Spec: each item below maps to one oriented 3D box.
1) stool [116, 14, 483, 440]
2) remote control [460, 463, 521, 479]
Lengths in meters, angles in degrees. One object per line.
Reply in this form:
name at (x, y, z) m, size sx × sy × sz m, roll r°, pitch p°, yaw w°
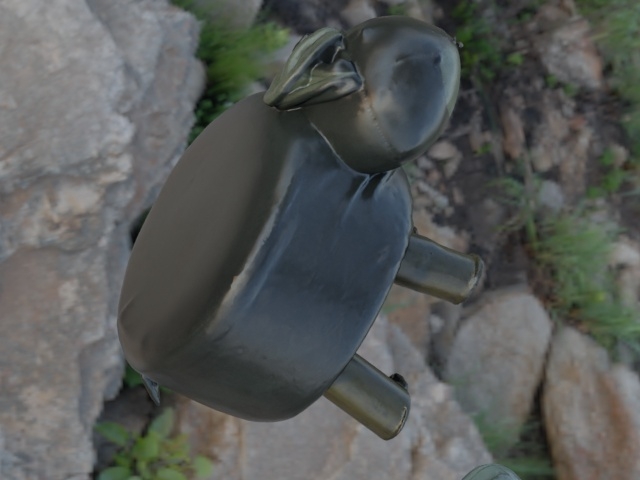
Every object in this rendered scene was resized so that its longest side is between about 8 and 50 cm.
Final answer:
stool at (0.001, 0.006, 0.636) m, size 0.139 × 0.228 × 0.153 m, roll 28°, pitch 45°, yaw -25°
remote control at (0.066, 0.116, 0.341) m, size 0.053 × 0.018 × 0.124 m, roll -47°, pitch 109°, yaw -16°
